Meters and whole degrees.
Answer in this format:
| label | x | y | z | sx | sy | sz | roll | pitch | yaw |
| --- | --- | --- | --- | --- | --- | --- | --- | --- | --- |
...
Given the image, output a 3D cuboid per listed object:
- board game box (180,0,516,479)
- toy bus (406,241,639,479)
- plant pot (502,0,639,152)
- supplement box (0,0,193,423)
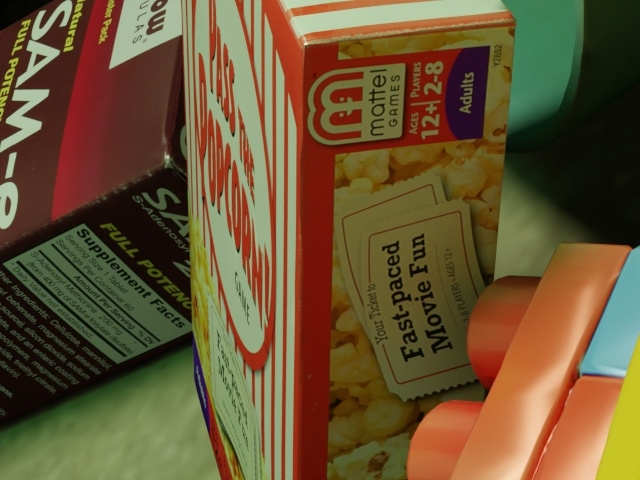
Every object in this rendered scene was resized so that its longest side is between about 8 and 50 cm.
| label | x | y | z | sx | sy | sz | roll | pitch | yaw |
| --- | --- | --- | --- | --- | --- | --- | --- | --- | --- |
| board game box | 0.000 | 0.000 | 0.470 | 0.045 | 0.193 | 0.147 | -7 | 35 | -11 |
| toy bus | 0.099 | 0.066 | 0.311 | 0.211 | 0.149 | 0.220 | -1 | 54 | 41 |
| plant pot | 0.089 | -0.205 | 0.509 | 0.235 | 0.293 | 0.293 | -28 | 33 | -10 |
| supplement box | -0.118 | -0.004 | 0.691 | 0.239 | 0.073 | 0.130 | -25 | 39 | 26 |
